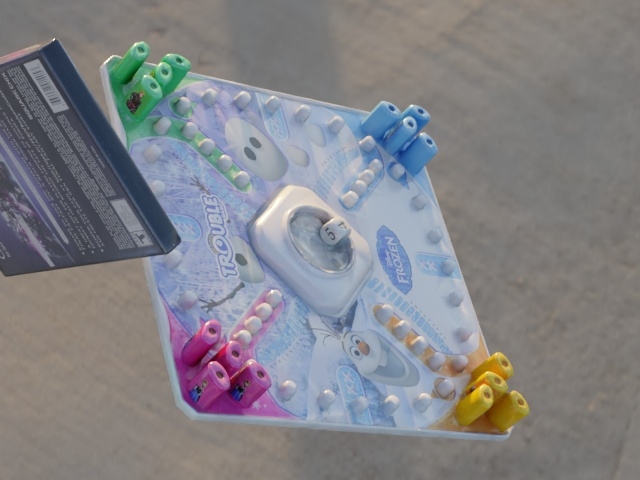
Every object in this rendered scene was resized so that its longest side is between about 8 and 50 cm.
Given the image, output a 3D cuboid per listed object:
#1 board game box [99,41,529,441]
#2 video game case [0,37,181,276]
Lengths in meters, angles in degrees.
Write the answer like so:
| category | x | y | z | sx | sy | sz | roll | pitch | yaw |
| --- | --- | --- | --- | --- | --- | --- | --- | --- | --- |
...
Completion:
| category | x | y | z | sx | sy | sz | roll | pitch | yaw |
| --- | --- | --- | --- | --- | --- | --- | --- | --- | --- |
| board game box | 0.000 | 0.000 | 1.563 | 0.390 | 0.050 | 0.390 | 9 | 52 | -37 |
| video game case | -0.251 | -0.062 | 1.403 | 0.026 | 0.274 | 0.196 | -42 | 111 | -33 |
